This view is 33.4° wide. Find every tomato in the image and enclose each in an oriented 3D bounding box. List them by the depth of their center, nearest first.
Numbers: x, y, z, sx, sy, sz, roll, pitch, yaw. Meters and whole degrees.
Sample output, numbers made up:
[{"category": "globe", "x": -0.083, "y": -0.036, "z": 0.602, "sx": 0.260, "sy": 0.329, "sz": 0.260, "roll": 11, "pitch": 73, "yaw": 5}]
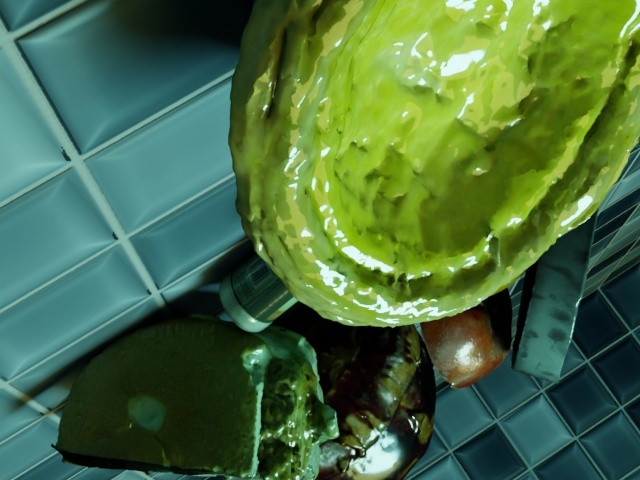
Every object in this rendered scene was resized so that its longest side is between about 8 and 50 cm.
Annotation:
[{"category": "tomato", "x": 0.212, "y": 0.097, "z": 1.489, "sx": 0.085, "sy": 0.225, "sz": 0.225, "roll": -15, "pitch": 173, "yaw": 26}]

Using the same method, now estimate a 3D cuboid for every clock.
[{"category": "clock", "x": 0.316, "y": 0.026, "z": 1.426, "sx": 0.325, "sy": 0.067, "sz": 0.325, "roll": 11, "pitch": 90, "yaw": -81}]

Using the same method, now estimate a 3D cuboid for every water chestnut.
[{"category": "water chestnut", "x": 0.004, "y": 0.187, "z": 1.377, "sx": 0.300, "sy": 0.300, "sz": 0.300, "roll": -31, "pitch": 164, "yaw": -10}]

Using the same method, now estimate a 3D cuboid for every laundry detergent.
[{"category": "laundry detergent", "x": 0.000, "y": 0.000, "z": 1.077, "sx": 0.226, "sy": 0.070, "sz": 0.099, "roll": -40, "pitch": 179, "yaw": 15}]

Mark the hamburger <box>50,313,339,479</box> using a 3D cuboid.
[{"category": "hamburger", "x": -0.121, "y": 0.167, "z": 1.133, "sx": 0.288, "sy": 0.192, "sz": 0.167, "roll": 5, "pitch": 160, "yaw": 9}]

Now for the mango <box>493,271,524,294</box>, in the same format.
[{"category": "mango", "x": 0.156, "y": 0.004, "z": 1.278, "sx": 0.254, "sy": 0.139, "sz": 0.175, "roll": -10, "pitch": 145, "yaw": -42}]

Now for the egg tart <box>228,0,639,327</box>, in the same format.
[{"category": "egg tart", "x": 0.076, "y": -0.113, "z": 0.680, "sx": 0.345, "sy": 0.132, "sz": 0.345, "roll": -17, "pitch": 130, "yaw": -22}]
